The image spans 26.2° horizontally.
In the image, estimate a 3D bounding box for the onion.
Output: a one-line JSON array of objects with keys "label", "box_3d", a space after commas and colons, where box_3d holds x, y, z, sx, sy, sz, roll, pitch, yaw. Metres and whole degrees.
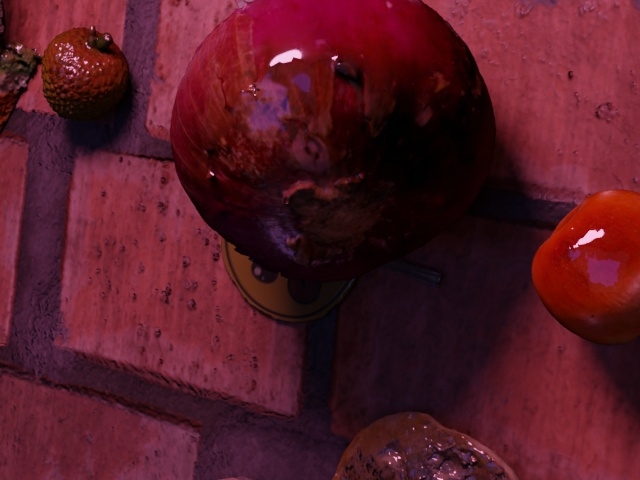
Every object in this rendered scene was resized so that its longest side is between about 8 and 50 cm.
[{"label": "onion", "box_3d": [0.008, -0.159, 1.512, 0.348, 0.348, 0.385, -36, 39, 26]}]

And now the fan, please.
[{"label": "fan", "box_3d": [0.001, 0.000, 1.666, 0.335, 0.011, 0.229, 21, 103, 29]}]

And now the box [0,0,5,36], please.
[{"label": "box", "box_3d": [-0.539, -0.402, 1.839, 0.310, 0.084, 0.198, 32, 131, 39]}]

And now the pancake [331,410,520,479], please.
[{"label": "pancake", "box_3d": [0.118, 0.333, 1.593, 0.282, 0.049, 0.282, 3, 96, 33]}]

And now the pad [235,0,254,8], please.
[{"label": "pad", "box_3d": [-0.022, -0.323, 1.663, 0.202, 0.005, 0.300, -31, 78, 28]}]

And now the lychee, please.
[{"label": "lychee", "box_3d": [-0.303, -0.217, 1.772, 0.114, 0.114, 0.146, 45, 133, 20]}]

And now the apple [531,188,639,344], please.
[{"label": "apple", "box_3d": [0.297, 0.023, 1.413, 0.139, 0.163, 0.163, 39, 111, 14]}]

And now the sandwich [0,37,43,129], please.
[{"label": "sandwich", "box_3d": [-0.542, -0.206, 1.909, 0.292, 0.109, 0.212, 22, 103, 27]}]

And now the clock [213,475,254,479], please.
[{"label": "clock", "box_3d": [-0.070, 0.380, 1.670, 0.192, 0.071, 0.147, 8, 97, 43]}]
